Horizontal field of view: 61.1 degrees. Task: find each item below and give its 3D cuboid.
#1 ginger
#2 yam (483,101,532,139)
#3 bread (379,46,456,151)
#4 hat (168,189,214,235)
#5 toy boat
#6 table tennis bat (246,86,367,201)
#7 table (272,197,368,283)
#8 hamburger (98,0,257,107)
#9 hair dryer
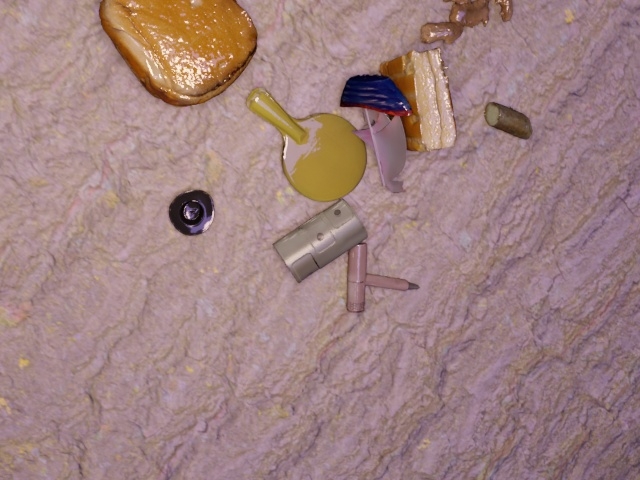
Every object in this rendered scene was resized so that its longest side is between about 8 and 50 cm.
[{"bbox_3d":[0.365,-0.599,1.404,0.259,0.065,0.149,-24,95,-2],"label":"ginger"},{"bbox_3d":[0.525,-0.332,1.499,0.147,0.070,0.069,16,98,-16],"label":"yam"},{"bbox_3d":[0.239,-0.341,1.330,0.111,0.246,0.239,-16,106,-6],"label":"bread"},{"bbox_3d":[-0.318,-0.074,1.349,0.121,0.050,0.121,-4,108,-11],"label":"hat"},{"bbox_3d":[0.158,-0.259,1.317,0.072,0.219,0.318,-33,101,-29],"label":"toy boat"},{"bbox_3d":[-0.038,-0.251,1.384,0.369,0.054,0.224,37,89,-23],"label":"table tennis bat"},{"bbox_3d":[0.000,0.000,1.410,0.220,0.126,0.126,-34,109,-4],"label":"table"},{"bbox_3d":[-0.304,-0.460,1.198,0.284,0.174,0.304,-35,108,-7],"label":"hamburger"},{"bbox_3d":[0.181,0.096,1.517,0.221,0.054,0.195,-3,103,-15],"label":"hair dryer"}]
